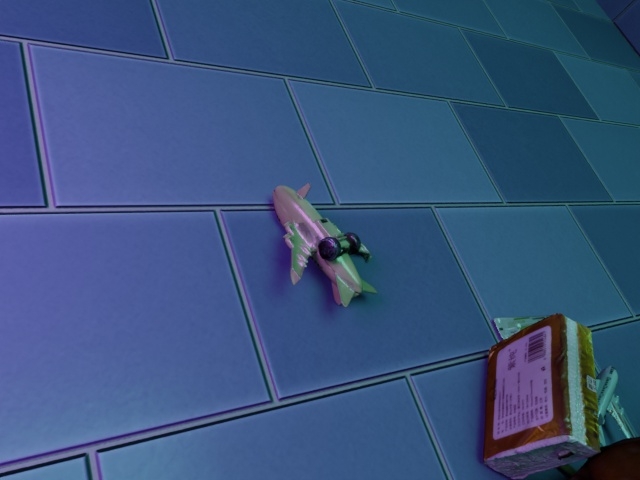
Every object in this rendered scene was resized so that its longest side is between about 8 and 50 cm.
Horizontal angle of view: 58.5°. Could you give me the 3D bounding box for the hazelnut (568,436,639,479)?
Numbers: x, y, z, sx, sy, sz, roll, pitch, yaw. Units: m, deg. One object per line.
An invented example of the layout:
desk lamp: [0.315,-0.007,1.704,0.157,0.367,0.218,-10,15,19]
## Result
hazelnut: [0.526,0.474,0.773,0.429,0.402,0.402,11,52,-36]

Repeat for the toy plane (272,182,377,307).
toy plane: [0.000,0.000,0.956,0.229,0.092,0.244,-14,69,-56]

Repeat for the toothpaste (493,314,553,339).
toothpaste: [0.426,0.171,1.150,0.197,0.029,0.048,0,58,-30]

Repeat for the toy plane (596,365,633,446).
toy plane: [0.535,0.305,1.097,0.162,0.065,0.171,43,44,2]

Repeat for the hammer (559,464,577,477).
hammer: [0.442,0.404,1.000,0.199,0.013,0.062,41,45,-2]

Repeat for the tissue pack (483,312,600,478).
tissue pack: [0.351,0.253,0.931,0.091,0.183,0.226,28,47,-13]
